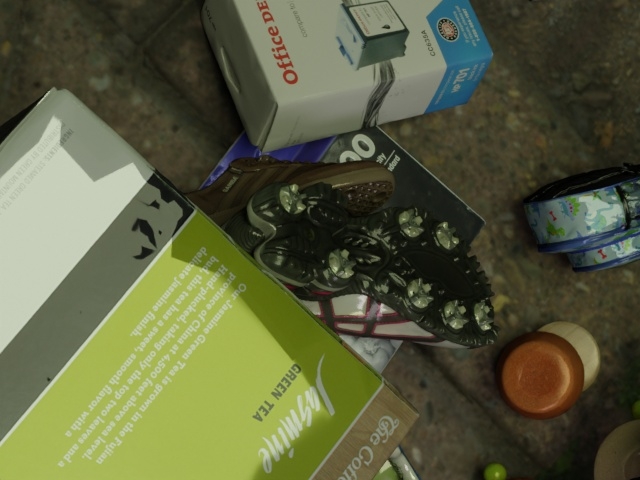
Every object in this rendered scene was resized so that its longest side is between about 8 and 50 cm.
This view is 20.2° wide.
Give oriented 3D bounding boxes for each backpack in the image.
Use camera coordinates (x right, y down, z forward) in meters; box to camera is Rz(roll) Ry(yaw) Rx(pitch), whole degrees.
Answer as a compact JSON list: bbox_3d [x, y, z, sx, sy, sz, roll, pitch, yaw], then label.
[{"bbox_3d":[0.236,-0.017,1.512,0.114,0.105,0.084,-14,91,-15],"label":"backpack"}]

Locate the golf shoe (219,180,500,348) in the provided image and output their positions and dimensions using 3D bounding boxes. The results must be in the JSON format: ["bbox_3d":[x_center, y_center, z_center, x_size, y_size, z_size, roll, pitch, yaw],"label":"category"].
[{"bbox_3d":[0.023,0.029,1.392,0.273,0.120,0.105,20,53,-38],"label":"golf shoe"}]

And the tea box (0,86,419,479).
[{"bbox_3d":[-0.165,0.096,1.237,0.323,0.329,0.220,44,73,-14],"label":"tea box"}]

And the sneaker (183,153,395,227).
[{"bbox_3d":[-0.039,-0.042,1.397,0.188,0.066,0.071,-16,62,-1],"label":"sneaker"}]

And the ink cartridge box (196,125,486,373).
[{"bbox_3d":[0.000,0.000,1.455,0.208,0.045,0.206,39,75,-12],"label":"ink cartridge box"}]

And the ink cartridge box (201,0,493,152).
[{"bbox_3d":[0.020,-0.165,1.431,0.190,0.082,0.140,-15,69,-22],"label":"ink cartridge box"}]

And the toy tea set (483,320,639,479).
[{"bbox_3d":[0.220,0.238,1.508,0.200,0.124,0.336,5,88,10],"label":"toy tea set"}]

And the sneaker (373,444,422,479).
[{"bbox_3d":[0.057,0.246,1.443,0.080,0.081,0.211,-24,97,-22],"label":"sneaker"}]

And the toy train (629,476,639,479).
[{"bbox_3d":[0.395,0.181,1.327,0.334,0.190,0.142,-15,111,7],"label":"toy train"}]
